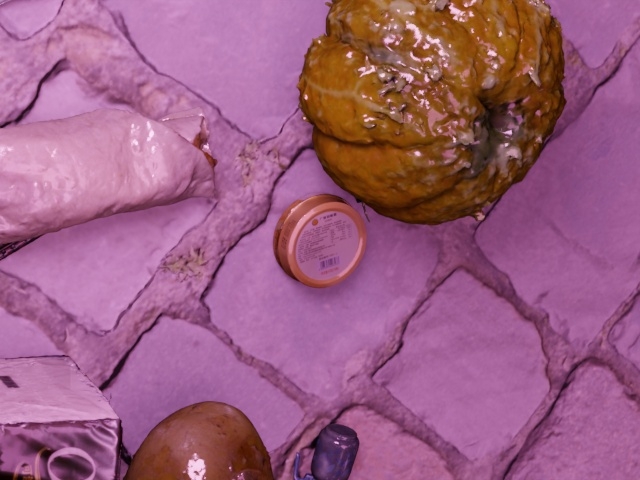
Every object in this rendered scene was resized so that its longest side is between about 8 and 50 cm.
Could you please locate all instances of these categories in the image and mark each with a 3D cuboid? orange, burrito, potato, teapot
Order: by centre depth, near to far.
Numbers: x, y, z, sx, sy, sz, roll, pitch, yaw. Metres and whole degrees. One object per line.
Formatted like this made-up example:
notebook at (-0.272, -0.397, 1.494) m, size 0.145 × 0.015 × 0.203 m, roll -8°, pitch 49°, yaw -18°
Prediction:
burrito at (-0.275, -0.063, 1.686) m, size 0.392 × 0.076 × 0.117 m, roll -12°, pitch 105°, yaw -29°
orange at (0.134, -0.157, 1.802) m, size 0.301 × 0.223 × 0.300 m, roll -31°, pitch 123°, yaw -21°
potato at (-0.138, 0.327, 1.857) m, size 0.210 × 0.173 × 0.307 m, roll 5°, pitch 100°, yaw -44°
teapot at (0.008, 0.258, 1.999) m, size 0.063 × 0.049 × 0.083 m, roll 7°, pitch 106°, yaw -33°

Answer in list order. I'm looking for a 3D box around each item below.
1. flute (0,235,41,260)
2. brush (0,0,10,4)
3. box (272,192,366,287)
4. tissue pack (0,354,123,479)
flute at (-0.356, 0.034, 1.711) m, size 0.269 × 0.014 × 0.014 m, roll -32°, pitch 122°, yaw -17°
brush at (-0.329, -0.217, 1.597) m, size 0.297 × 0.060 × 0.068 m, roll -28°, pitch 119°, yaw -19°
box at (0.000, 0.000, 1.898) m, size 0.105 × 0.037 × 0.105 m, roll -12°, pitch 116°, yaw -27°
tissue pack at (-0.322, 0.308, 1.716) m, size 0.198 × 0.210 × 0.370 m, roll 0°, pitch 105°, yaw -22°
